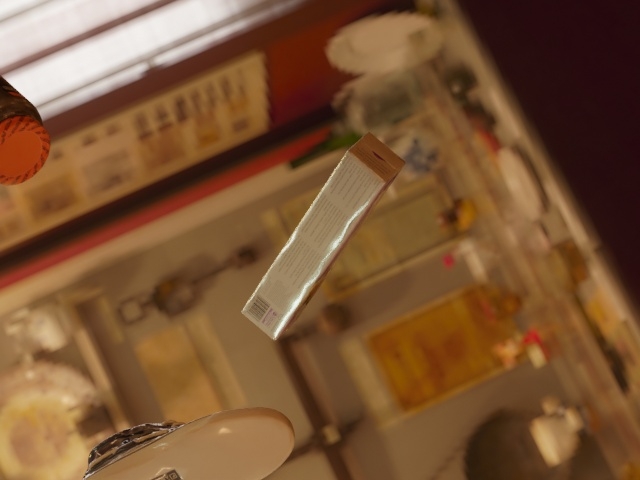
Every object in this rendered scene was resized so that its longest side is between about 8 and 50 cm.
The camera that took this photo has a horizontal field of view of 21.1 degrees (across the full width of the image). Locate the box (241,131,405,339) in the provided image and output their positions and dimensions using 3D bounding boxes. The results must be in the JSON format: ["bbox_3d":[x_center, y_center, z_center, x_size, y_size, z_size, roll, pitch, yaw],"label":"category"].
[{"bbox_3d":[0.000,0.000,2.210,0.067,0.063,0.324,39,129,7],"label":"box"}]

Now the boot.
[{"bbox_3d":[-0.112,0.169,1.413,0.086,0.190,0.069,-94,-17,-66],"label":"boot"}]

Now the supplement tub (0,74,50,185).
[{"bbox_3d":[-0.431,-0.155,2.190,0.190,0.117,0.117,40,157,36],"label":"supplement tub"}]
